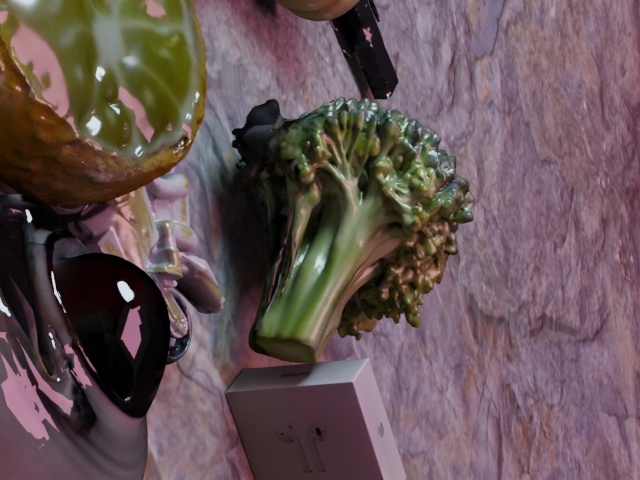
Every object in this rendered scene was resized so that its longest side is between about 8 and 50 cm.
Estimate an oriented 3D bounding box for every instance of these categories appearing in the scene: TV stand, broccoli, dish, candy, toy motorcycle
[{"bbox_3d":[0.027,-0.260,1.944,0.036,0.042,0.249,-67,141,-49],"label":"TV stand"},{"bbox_3d":[0.000,0.000,1.692,0.247,0.263,0.243,33,62,-17],"label":"broccoli"},{"bbox_3d":[-0.170,0.065,1.271,0.273,0.134,0.273,60,11,-19],"label":"dish"},{"bbox_3d":[-0.192,-0.150,1.375,0.260,0.118,0.260,29,53,-46],"label":"candy"},{"bbox_3d":[-0.151,-0.013,1.501,0.229,0.074,0.151,56,42,-27],"label":"toy motorcycle"}]

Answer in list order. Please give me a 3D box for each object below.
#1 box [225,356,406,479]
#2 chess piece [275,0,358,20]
[{"bbox_3d":[-0.003,0.177,1.685,0.051,0.130,0.129,-53,131,-56],"label":"box"},{"bbox_3d":[-0.088,-0.305,1.656,0.397,0.117,0.117,19,67,-59],"label":"chess piece"}]
